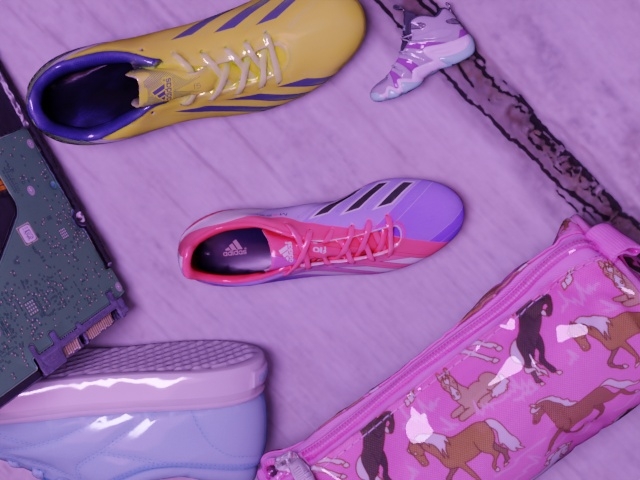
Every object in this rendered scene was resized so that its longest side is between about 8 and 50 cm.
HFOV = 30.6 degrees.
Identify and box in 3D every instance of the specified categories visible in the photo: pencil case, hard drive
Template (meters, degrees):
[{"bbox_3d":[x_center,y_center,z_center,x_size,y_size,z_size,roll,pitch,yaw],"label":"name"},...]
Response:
[{"bbox_3d":[0.129,0.144,0.988,0.386,0.167,0.160,-39,76,11],"label":"pencil case"},{"bbox_3d":[-0.307,-0.038,0.934,0.064,0.237,0.339,-25,99,29],"label":"hard drive"}]

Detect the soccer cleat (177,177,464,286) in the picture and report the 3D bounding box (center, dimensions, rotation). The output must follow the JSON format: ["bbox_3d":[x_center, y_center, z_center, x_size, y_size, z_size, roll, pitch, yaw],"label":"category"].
[{"bbox_3d":[0.000,0.000,0.995,0.248,0.095,0.083,-6,103,6],"label":"soccer cleat"}]

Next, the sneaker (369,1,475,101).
[{"bbox_3d":[0.073,-0.165,0.982,0.098,0.038,0.069,-30,98,1],"label":"sneaker"}]

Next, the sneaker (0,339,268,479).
[{"bbox_3d":[-0.226,0.178,1.037,0.366,0.135,0.150,-3,100,6],"label":"sneaker"}]

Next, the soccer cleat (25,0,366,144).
[{"bbox_3d":[-0.102,-0.137,0.957,0.289,0.121,0.093,-14,102,7],"label":"soccer cleat"}]
